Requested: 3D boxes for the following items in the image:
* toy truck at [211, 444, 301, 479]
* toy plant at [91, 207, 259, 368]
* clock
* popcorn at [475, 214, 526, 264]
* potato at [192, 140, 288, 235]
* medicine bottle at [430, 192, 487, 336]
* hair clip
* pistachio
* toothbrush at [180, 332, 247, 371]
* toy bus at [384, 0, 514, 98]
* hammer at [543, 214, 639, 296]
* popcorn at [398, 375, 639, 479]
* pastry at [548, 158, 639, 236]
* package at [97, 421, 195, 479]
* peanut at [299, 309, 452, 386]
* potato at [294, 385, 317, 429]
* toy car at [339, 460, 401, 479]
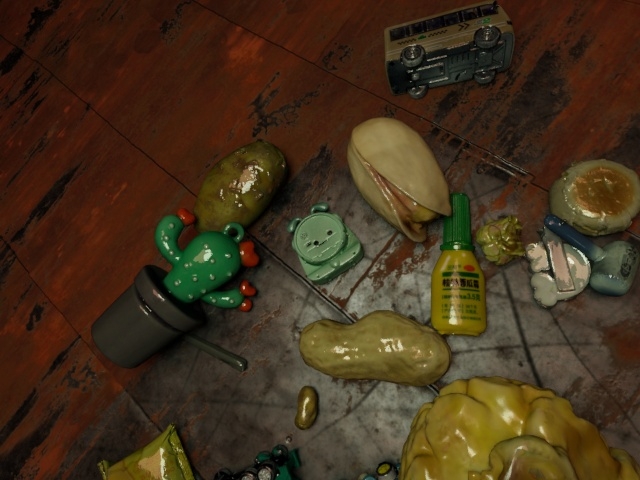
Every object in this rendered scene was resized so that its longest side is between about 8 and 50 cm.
[{"bbox_3d":[-0.140,0.523,0.851,0.216,0.110,0.116,-26,80,7],"label":"toy truck"},{"bbox_3d":[-0.331,0.103,0.960,0.400,0.185,0.279,-41,77,-1],"label":"toy plant"},{"bbox_3d":[0.000,0.000,0.988,0.148,0.060,0.188,-36,67,4],"label":"clock"},{"bbox_3d":[0.379,-0.001,0.860,0.089,0.109,0.096,-21,110,31],"label":"popcorn"},{"bbox_3d":[-0.209,-0.128,1.043,0.298,0.141,0.176,-45,58,-1],"label":"potato"},{"bbox_3d":[0.293,0.047,0.881,0.111,0.076,0.308,3,73,3],"label":"medicine bottle"},{"bbox_3d":[0.484,0.051,0.840,0.116,0.049,0.172,-11,74,17],"label":"hair clip"},{"bbox_3d":[0.166,-0.144,0.915,0.188,0.187,0.299,-32,65,5],"label":"pistachio"},{"bbox_3d":[-0.307,0.252,1.020,0.298,0.031,0.030,20,106,19],"label":"toothbrush"},{"bbox_3d":[0.303,-0.465,1.000,0.290,0.139,0.157,-8,67,17],"label":"toy bus"},{"bbox_3d":[0.516,0.015,0.796,0.194,0.069,0.116,39,63,6],"label":"hammer"},{"bbox_3d":[0.294,0.416,0.648,0.345,0.354,0.389,11,114,-15],"label":"popcorn"},{"bbox_3d":[0.557,-0.086,0.839,0.166,0.088,0.165,-5,71,16],"label":"pastry"},{"bbox_3d":[-0.391,0.535,0.925,0.226,0.090,0.168,-31,70,3],"label":"package"},{"bbox_3d":[0.106,0.216,0.855,0.319,0.147,0.147,0,74,20],"label":"peanut"},{"bbox_3d":[-0.029,0.366,0.897,0.045,0.047,0.092,-20,53,47],"label":"potato"},{"bbox_3d":[0.103,0.497,0.807,0.162,0.098,0.126,-28,95,-22],"label":"toy car"}]
